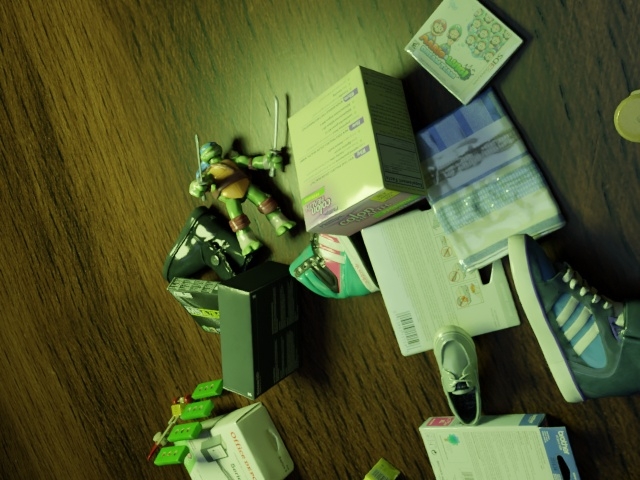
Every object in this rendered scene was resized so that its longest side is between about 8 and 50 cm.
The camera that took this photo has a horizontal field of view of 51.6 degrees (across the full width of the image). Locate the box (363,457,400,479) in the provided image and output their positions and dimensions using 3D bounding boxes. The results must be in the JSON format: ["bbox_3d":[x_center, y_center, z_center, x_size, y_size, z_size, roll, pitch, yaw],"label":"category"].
[{"bbox_3d":[0.108,0.625,1.561,0.058,0.087,0.232,34,123,21],"label":"box"}]

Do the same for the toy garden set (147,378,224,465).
[{"bbox_3d":[-0.360,0.494,1.756,0.204,0.244,0.049,-22,120,41],"label":"toy garden set"}]

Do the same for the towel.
[{"bbox_3d":[0.287,-0.103,1.202,0.209,0.034,0.285,-29,88,25],"label":"towel"}]

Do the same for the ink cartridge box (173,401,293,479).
[{"bbox_3d":[-0.232,0.567,1.752,0.273,0.115,0.198,-28,89,37],"label":"ink cartridge box"}]

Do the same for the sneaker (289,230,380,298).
[{"bbox_3d":[0.000,0.000,1.407,0.178,0.124,0.295,-26,91,28],"label":"sneaker"}]

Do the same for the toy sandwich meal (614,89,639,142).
[{"bbox_3d":[0.508,-0.198,1.048,0.085,0.029,0.086,14,118,28],"label":"toy sandwich meal"}]

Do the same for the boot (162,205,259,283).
[{"bbox_3d":[-0.267,0.066,1.620,0.207,0.094,0.246,41,118,21],"label":"boot"}]

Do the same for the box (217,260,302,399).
[{"bbox_3d":[-0.135,0.201,1.521,0.103,0.184,0.261,11,111,31],"label":"box"}]

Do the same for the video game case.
[{"bbox_3d":[0.249,-0.342,1.161,0.157,0.019,0.143,47,113,13],"label":"video game case"}]

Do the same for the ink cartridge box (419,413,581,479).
[{"bbox_3d":[0.370,0.447,1.338,0.311,0.065,0.186,-13,98,39],"label":"ink cartridge box"}]

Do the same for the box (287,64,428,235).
[{"bbox_3d":[0.063,-0.159,1.240,0.213,0.117,0.243,-28,64,44],"label":"box"}]

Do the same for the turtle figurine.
[{"bbox_3d":[-0.168,-0.118,1.430,0.274,0.198,0.266,-31,91,41],"label":"turtle figurine"}]

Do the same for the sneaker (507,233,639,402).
[{"bbox_3d":[0.476,0.106,1.112,0.236,0.130,0.323,-22,93,22],"label":"sneaker"}]

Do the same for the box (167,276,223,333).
[{"bbox_3d":[-0.254,0.167,1.624,0.190,0.045,0.184,4,143,33],"label":"box"}]

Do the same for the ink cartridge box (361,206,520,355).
[{"bbox_3d":[0.235,0.065,1.305,0.239,0.060,0.275,-17,96,12],"label":"ink cartridge box"}]

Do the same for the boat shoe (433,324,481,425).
[{"bbox_3d":[0.275,0.268,1.289,0.079,0.081,0.227,-14,120,10],"label":"boat shoe"}]
